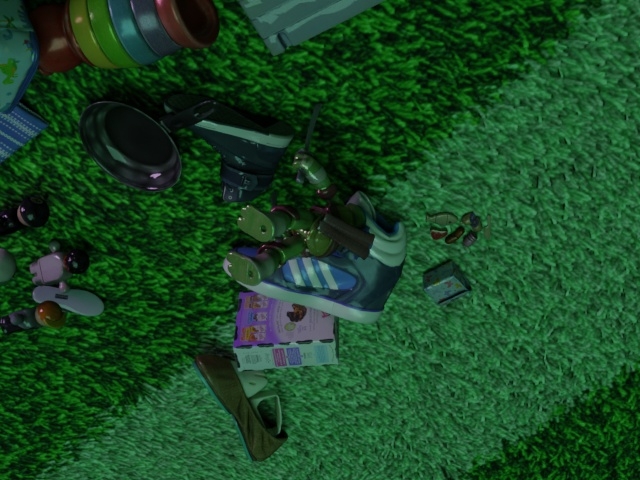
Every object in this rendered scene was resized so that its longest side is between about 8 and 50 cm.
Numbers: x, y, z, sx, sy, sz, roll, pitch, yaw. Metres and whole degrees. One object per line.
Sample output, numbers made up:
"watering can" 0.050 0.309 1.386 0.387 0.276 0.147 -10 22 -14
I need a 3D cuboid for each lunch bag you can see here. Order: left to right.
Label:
"lunch bag" -0.519 -0.314 1.464 0.090 0.219 0.176 -7 150 -44
"lunch bag" 0.249 0.091 1.853 0.071 0.053 0.083 -26 131 22

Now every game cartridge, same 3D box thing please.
"game cartridge" 0.023 -0.454 1.440 0.355 0.068 0.230 -23 120 18

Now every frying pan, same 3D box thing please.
"frying pan" -0.297 -0.198 1.595 0.197 0.053 0.326 33 140 -7

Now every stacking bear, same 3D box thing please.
"stacking bear" -0.330 -0.340 1.482 0.289 0.164 0.175 -12 126 16

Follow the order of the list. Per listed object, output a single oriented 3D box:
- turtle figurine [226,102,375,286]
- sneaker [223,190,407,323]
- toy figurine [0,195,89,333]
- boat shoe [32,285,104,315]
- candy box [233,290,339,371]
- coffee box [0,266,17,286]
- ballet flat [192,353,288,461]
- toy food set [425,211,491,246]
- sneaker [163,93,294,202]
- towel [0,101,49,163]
"turtle figurine" -0.062 -0.047 1.596 0.198 0.266 0.274 -32 86 40
"sneaker" 0.000 0.000 1.765 0.323 0.130 0.236 19 108 3
"toy figurine" -0.539 0.050 1.742 0.148 0.213 0.209 -17 125 31
"boat shoe" -0.505 0.121 1.906 0.142 0.049 0.040 15 159 -12
"candy box" -0.063 0.168 1.849 0.196 0.164 0.070 -5 127 6
"coffee box" -0.694 0.033 1.841 0.113 0.040 0.184 -33 120 23
"ballet flat" -0.155 0.342 2.030 0.124 0.116 0.342 -27 125 -4
"toy food set" 0.259 -0.018 1.788 0.122 0.019 0.078 -3 127 4
"sneaker" -0.179 -0.154 1.656 0.226 0.086 0.163 18 124 -12
"towel" -0.676 -0.167 1.648 0.336 0.040 0.243 -32 138 22
